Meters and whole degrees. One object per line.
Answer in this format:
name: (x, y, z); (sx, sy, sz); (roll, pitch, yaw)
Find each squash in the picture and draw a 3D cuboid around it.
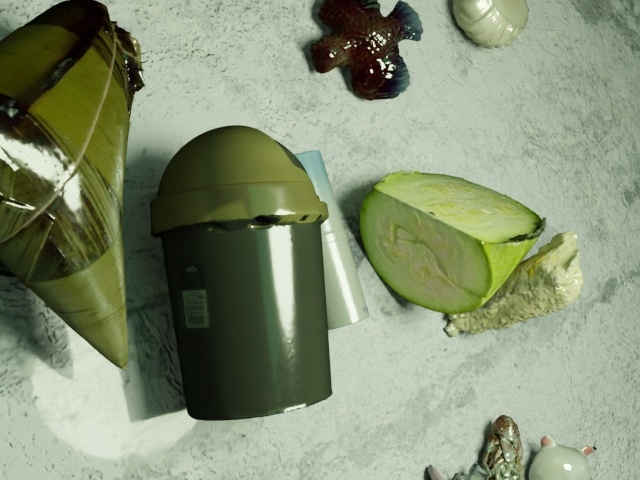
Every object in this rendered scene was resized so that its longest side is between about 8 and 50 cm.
squash: (0.243, -0.044, 1.057); (0.309, 0.233, 0.210); (-40, 145, -33)

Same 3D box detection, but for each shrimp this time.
shrimp: (0.299, 0.384, 1.076); (0.074, 0.073, 0.190); (16, 69, 1)

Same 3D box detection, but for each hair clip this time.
hair clip: (0.222, 0.408, 0.974); (0.146, 0.056, 0.187); (44, 22, -7)

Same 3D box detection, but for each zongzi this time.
zongzi: (-0.243, -0.067, 0.704); (0.318, 0.154, 0.289); (59, 39, -30)

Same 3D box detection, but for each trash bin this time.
trash bin: (-0.087, 0.029, 0.786); (0.214, 0.214, 0.334); (-6, 86, -39)

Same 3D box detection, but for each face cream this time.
face cream: (0.000, 0.000, 0.947); (0.077, 0.077, 0.250); (-14, 87, -40)

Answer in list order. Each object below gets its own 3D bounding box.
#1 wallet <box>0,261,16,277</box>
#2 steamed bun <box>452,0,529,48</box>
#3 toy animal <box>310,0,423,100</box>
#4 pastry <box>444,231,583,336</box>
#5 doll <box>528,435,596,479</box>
wallet: (-0.399, -0.053, 0.669); (0.317, 0.044, 0.169); (12, 67, -37)
steamed bun: (0.337, -0.470, 1.333); (0.182, 0.106, 0.183); (14, 69, -39)
toy animal: (0.069, -0.329, 1.072); (0.179, 0.116, 0.219); (-31, 104, -40)
pastry: (0.323, 0.078, 1.071); (0.089, 0.258, 0.121); (39, 47, -19)
doll: (0.409, 0.440, 1.128); (0.110, 0.107, 0.181); (19, 58, -10)
